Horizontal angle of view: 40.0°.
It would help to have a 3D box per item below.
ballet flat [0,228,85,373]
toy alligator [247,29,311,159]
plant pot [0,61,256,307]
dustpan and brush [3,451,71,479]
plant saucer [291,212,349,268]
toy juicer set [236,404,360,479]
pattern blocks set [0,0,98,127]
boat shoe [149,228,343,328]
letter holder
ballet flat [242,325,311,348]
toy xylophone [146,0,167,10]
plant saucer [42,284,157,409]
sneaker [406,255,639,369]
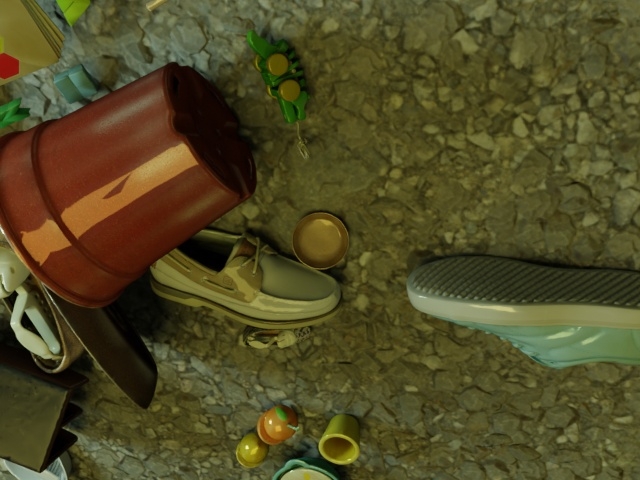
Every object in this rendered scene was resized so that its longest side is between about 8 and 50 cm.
[{"bbox_3d":[-0.475,0.084,1.411,0.107,0.106,0.316,-14,117,23],"label":"ballet flat"},{"bbox_3d":[-0.038,-0.200,1.167,0.051,0.056,0.190,-33,115,-15],"label":"toy alligator"},{"bbox_3d":[-0.246,-0.087,1.175,0.265,0.272,0.272,-27,112,17],"label":"plant pot"},{"bbox_3d":[-0.506,0.451,1.675,0.211,0.060,0.147,37,122,-10],"label":"dustpan and brush"},{"bbox_3d":[0.000,0.000,1.287,0.083,0.015,0.083,0,96,1],"label":"plant saucer"},{"bbox_3d":[-0.055,0.426,1.538,0.209,0.089,0.329,14,124,4],"label":"toy juicer set"},{"bbox_3d":[-0.436,-0.279,1.125,0.285,0.026,0.325,-16,140,-3],"label":"pattern blocks set"},{"bbox_3d":[-0.115,0.049,1.302,0.302,0.113,0.103,8,129,9],"label":"boat shoe"},{"bbox_3d":[-0.565,0.256,1.532,0.301,0.214,0.152,20,92,2],"label":"letter holder"},{"bbox_3d":[-0.072,0.157,1.403,0.114,0.041,0.041,-4,120,15],"label":"ballet flat"},{"bbox_3d":[-0.191,-0.399,1.020,0.322,0.081,0.236,-22,148,8],"label":"toy xylophone"},{"bbox_3d":[-0.332,0.113,1.318,0.050,0.310,0.311,-36,112,-9],"label":"plant saucer"},{"bbox_3d":[0.301,0.121,1.237,0.366,0.135,0.150,7,120,10],"label":"sneaker"}]
